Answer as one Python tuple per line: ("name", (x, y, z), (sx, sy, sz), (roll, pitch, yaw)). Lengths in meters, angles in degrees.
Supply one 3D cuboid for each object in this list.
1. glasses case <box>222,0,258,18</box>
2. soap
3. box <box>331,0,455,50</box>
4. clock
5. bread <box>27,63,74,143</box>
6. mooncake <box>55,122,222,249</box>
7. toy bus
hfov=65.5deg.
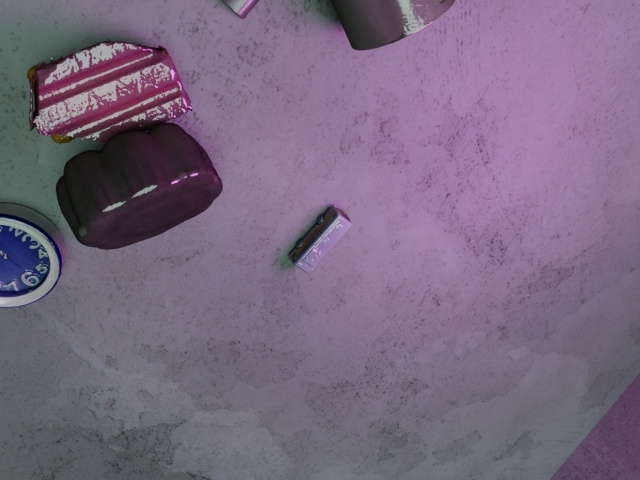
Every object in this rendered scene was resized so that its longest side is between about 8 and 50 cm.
("glasses case", (-0.119, -0.532, 0.977), (0.072, 0.042, 0.190), (40, 101, -24))
("soap", (-0.415, -0.280, 0.951), (0.289, 0.112, 0.182), (-30, 121, -15))
("box", (0.132, -0.496, 0.965), (0.226, 0.226, 0.149), (-31, 124, 1))
("clock", (-0.689, 0.034, 1.090), (0.230, 0.083, 0.231), (-7, 120, -12))
("bread", (-0.531, -0.269, 0.988), (0.052, 0.044, 0.157), (-16, 123, -16))
("mooncake", (-0.360, -0.108, 1.004), (0.306, 0.306, 0.154), (-30, 85, 0))
("toy bus", (0.000, 0.000, 1.294), (0.064, 0.075, 0.190), (34, 103, -31))
